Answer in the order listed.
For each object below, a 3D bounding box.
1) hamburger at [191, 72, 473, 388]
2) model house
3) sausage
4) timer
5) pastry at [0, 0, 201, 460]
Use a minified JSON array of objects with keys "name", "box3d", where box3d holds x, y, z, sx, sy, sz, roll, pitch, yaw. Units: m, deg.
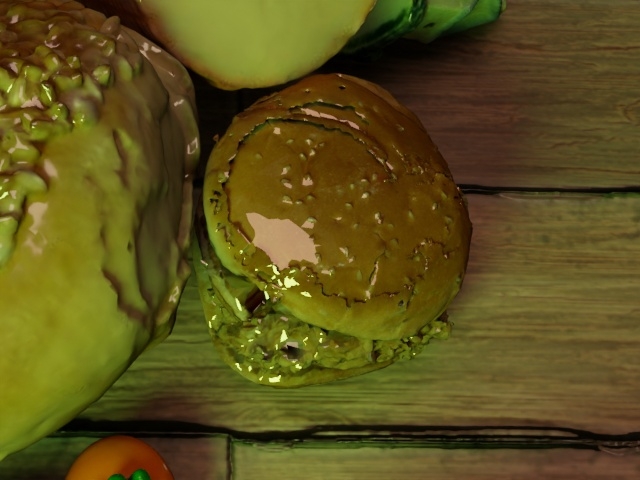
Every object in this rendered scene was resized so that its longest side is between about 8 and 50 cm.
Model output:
[{"name":"hamburger","box3d":[0.004,0.008,1.079,0.245,0.211,0.260,31,58,3]},{"name":"model house","box3d":[0.084,-0.278,1.297,0.189,0.195,0.214,-7,72,-37]},{"name":"sausage","box3d":[-0.109,-0.265,1.146,0.233,0.233,0.287,-28,28,-20]},{"name":"timer","box3d":[-0.153,0.209,0.991,0.099,0.136,0.136,-15,61,-7]},{"name":"pastry","box3d":[-0.276,-0.021,0.986,0.409,0.245,0.410,-20,42,20]}]
